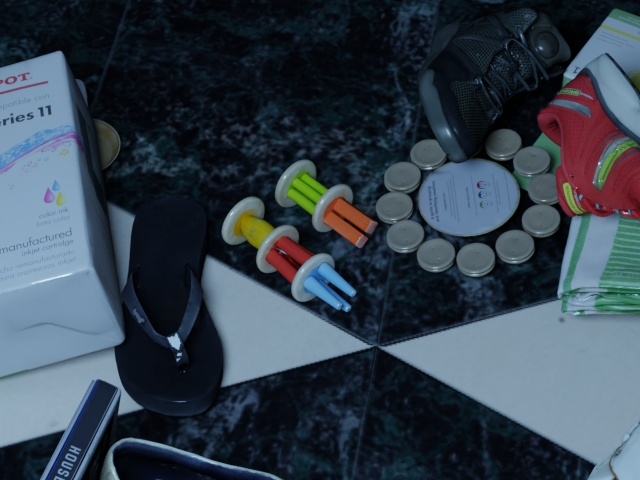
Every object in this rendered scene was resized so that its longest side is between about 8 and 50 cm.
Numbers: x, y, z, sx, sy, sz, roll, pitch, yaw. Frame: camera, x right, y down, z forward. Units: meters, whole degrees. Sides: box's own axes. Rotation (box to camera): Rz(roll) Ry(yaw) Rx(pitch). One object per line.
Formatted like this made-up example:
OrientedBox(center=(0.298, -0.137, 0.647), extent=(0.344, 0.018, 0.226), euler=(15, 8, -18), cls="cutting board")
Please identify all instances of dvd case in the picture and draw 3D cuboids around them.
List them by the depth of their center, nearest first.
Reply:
OrientedBox(center=(-0.218, 0.249, 1.446), extent=(0.029, 0.179, 0.239), euler=(21, 52, 5), cls="dvd case")

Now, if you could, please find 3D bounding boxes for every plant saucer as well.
OrientedBox(center=(-0.241, -0.089, 1.852), extent=(0.083, 0.015, 0.083), euler=(-1, 48, 1), cls="plant saucer")

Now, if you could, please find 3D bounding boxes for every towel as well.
OrientedBox(center=(0.388, -0.035, 1.673), extent=(0.324, 0.038, 0.248), euler=(-3, 47, 23), cls="towel")

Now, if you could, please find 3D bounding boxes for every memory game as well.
OrientedBox(center=(0.144, -0.038, 1.781), extent=(0.186, 0.012, 0.186), euler=(-5, 51, 7), cls="memory game")

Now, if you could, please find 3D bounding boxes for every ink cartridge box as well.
OrientedBox(center=(-0.311, -0.045, 1.730), extent=(0.207, 0.119, 0.353), euler=(-16, 49, 2), cls="ink cartridge box")
OrientedBox(center=(0.313, -0.118, 1.830), extent=(0.171, 0.056, 0.235), euler=(24, 52, 22), cls="ink cartridge box")

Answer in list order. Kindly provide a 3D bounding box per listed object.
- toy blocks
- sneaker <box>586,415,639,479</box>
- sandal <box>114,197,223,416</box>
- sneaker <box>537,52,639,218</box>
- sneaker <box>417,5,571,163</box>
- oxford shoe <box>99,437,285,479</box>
OrientedBox(center=(0.000, 0.000, 1.738), extent=(0.123, 0.054, 0.148), euler=(-36, 56, -25), cls="toy blocks")
OrientedBox(center=(0.283, 0.170, 1.542), extent=(0.123, 0.106, 0.290), euler=(2, 43, 16), cls="sneaker")
OrientedBox(center=(-0.144, 0.053, 1.697), extent=(0.097, 0.054, 0.254), euler=(-7, 49, -3), cls="sandal")
OrientedBox(center=(0.274, -0.049, 1.663), extent=(0.118, 0.107, 0.279), euler=(-37, 38, 13), cls="sneaker")
OrientedBox(center=(0.169, -0.162, 1.804), extent=(0.130, 0.087, 0.227), euler=(-20, 24, 24), cls="sneaker")
OrientedBox(center=(-0.011, 0.274, 1.435), extent=(0.397, 0.146, 0.140), euler=(19, 52, 18), cls="oxford shoe")
